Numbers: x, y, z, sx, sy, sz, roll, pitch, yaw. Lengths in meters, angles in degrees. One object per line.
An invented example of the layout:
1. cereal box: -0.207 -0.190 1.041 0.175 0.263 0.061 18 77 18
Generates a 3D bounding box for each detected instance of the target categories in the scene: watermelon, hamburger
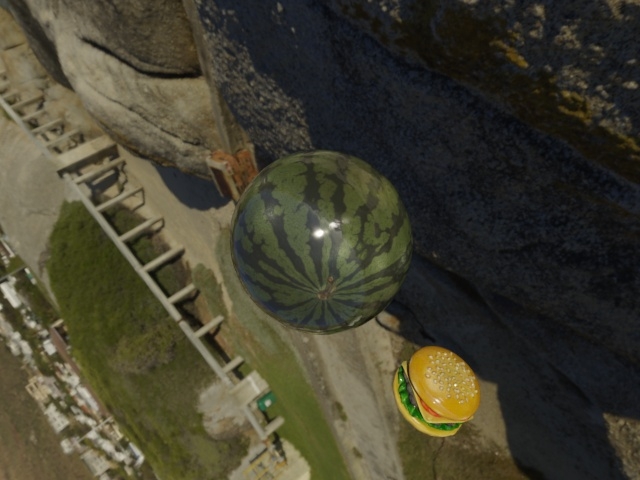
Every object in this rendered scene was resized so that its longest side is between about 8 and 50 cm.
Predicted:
1. watermelon: 0.000 0.000 0.524 0.212 0.212 0.212 42 153 27
2. hamburger: 0.215 0.279 0.854 0.162 0.162 0.115 45 133 20
